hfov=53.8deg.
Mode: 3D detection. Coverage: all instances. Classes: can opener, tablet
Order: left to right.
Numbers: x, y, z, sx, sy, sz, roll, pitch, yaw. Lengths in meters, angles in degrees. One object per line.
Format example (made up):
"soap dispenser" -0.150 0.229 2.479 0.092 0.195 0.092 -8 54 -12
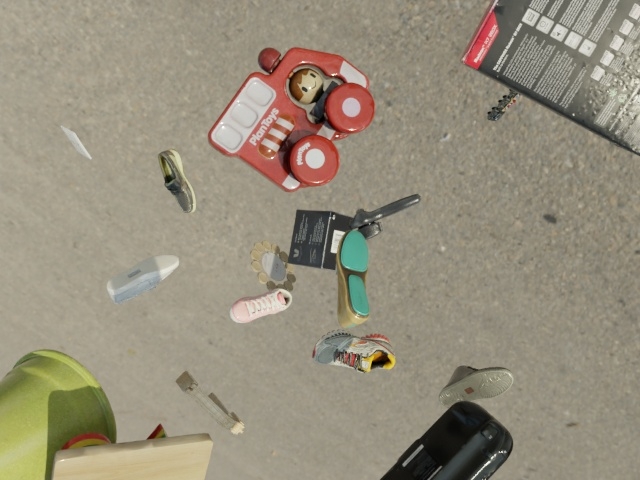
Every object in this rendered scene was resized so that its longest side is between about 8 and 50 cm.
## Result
"tablet" -0.550 -0.220 1.419 0.054 0.006 0.083 28 154 29
"can opener" 0.153 -0.065 1.498 0.073 0.186 0.059 63 -178 -8

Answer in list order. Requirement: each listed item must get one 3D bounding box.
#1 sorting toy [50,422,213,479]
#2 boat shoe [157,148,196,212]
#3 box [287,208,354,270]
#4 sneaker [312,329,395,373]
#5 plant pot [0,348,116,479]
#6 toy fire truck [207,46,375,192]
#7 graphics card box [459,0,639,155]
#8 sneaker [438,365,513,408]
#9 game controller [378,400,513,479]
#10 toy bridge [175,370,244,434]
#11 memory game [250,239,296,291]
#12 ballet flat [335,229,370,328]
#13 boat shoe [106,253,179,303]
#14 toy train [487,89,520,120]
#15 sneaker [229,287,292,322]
"sorting toy" -0.346 0.437 1.109 0.257 0.089 0.256 3 115 -30
"boat shoe" -0.484 -0.192 2.094 0.080 0.073 0.224 -14 97 36
"box" 0.000 0.000 1.739 0.093 0.156 0.158 12 176 -39
"sneaker" 0.087 0.280 1.575 0.225 0.093 0.088 2 116 -20
"plant pot" -0.560 0.370 1.132 0.275 0.254 0.276 5 104 22
"toy fire truck" -0.051 -0.256 1.279 0.253 0.302 0.169 34 177 -12
"graphics card box" 0.465 -0.338 1.120 0.370 0.094 0.233 27 108 0
"sneaker" 0.420 0.365 1.691 0.222 0.118 0.083 -30 100 36
"game controller" 0.206 0.437 1.164 0.067 0.319 0.166 48 175 -19
"toy bridge" -0.171 0.282 1.049 0.063 0.026 0.188 37 165 41
"memory game" -0.144 0.082 1.922 0.012 0.186 0.186 -33 116 33
"ballet flat" 0.057 0.080 1.324 0.080 0.232 0.073 22 135 -21
"boat shoe" -0.423 0.096 1.526 0.066 0.184 0.063 32 140 33
"toy train" 0.471 -0.348 1.587 0.036 0.027 0.158 11 156 -12
"sneaker" -0.113 0.125 1.251 0.070 0.134 0.051 -32 73 42
